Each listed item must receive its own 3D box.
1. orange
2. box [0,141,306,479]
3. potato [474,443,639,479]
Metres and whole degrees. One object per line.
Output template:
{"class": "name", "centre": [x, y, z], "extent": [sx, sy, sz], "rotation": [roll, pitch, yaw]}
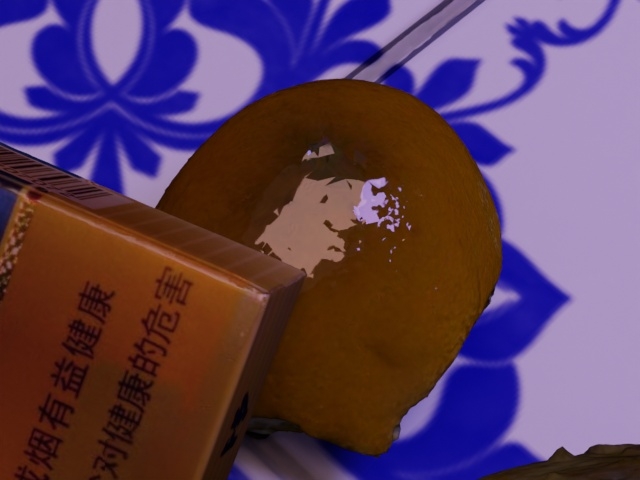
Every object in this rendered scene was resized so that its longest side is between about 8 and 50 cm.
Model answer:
{"class": "orange", "centre": [0.000, 0.000, 0.619], "extent": [0.160, 0.112, 0.170], "rotation": [-9, 47, -10]}
{"class": "box", "centre": [-0.143, 0.038, 0.554], "extent": [0.237, 0.070, 0.152], "rotation": [22, 99, 11]}
{"class": "potato", "centre": [0.129, 0.155, 0.488], "extent": [0.307, 0.173, 0.210], "rotation": [-1, 59, -9]}
